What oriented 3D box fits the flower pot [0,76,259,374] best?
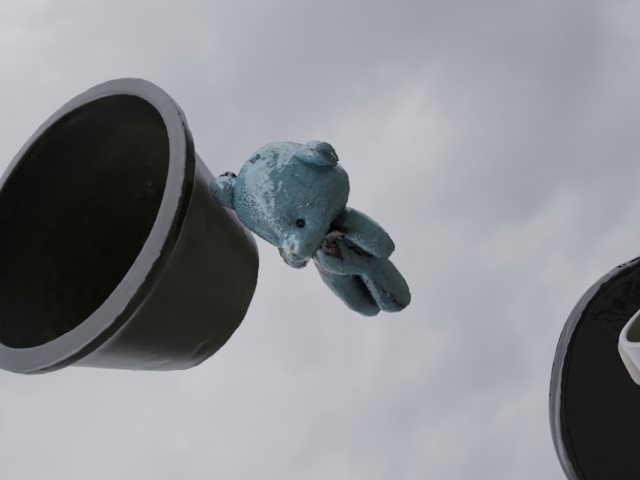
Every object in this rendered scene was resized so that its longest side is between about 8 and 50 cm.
[{"bbox_3d":[-0.162,0.012,1.163,0.166,0.269,0.269,33,-87,-44],"label":"flower pot"}]

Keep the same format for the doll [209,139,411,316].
[{"bbox_3d":[-0.002,0.002,1.045,0.180,0.120,0.075,56,-143,-21],"label":"doll"}]

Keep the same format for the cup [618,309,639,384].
[{"bbox_3d":[0.129,0.054,0.372,0.102,0.099,0.074,-33,1,45],"label":"cup"}]

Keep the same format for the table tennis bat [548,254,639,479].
[{"bbox_3d":[0.189,0.040,0.684,0.150,0.027,0.236,4,-93,-13],"label":"table tennis bat"}]
